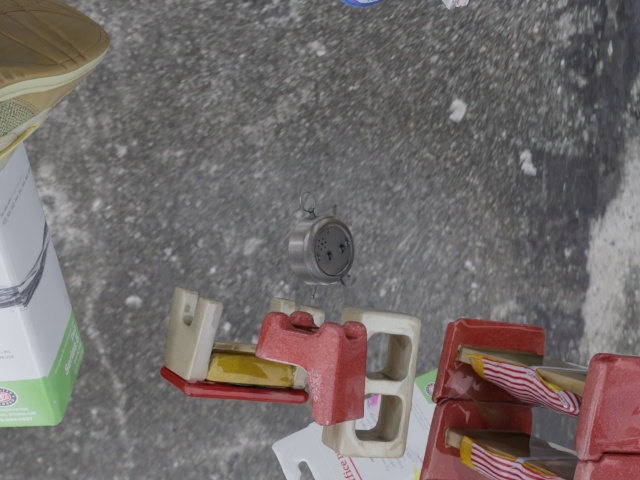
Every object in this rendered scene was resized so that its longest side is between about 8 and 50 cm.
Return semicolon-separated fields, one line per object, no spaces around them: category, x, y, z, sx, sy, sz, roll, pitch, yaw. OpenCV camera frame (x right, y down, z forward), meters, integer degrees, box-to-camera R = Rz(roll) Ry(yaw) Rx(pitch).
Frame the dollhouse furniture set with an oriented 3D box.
dollhouse furniture set;0.081;0.140;0.784;0.374;0.201;0.152;8;91;-27

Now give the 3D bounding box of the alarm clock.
alarm clock;0.000;0.000;1.871;0.064;0.129;0.192;-6;107;48

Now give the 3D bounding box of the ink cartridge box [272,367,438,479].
ink cartridge box;0.115;0.392;1.809;0.354;0.207;0.119;-21;134;-10

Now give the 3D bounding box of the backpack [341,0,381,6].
backpack;0.048;-0.476;1.485;0.263;0.276;0.213;48;151;-9

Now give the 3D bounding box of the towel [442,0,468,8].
towel;0.175;-0.607;1.778;0.332;0.053;0.317;53;162;16

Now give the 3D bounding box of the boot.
boot;-0.252;-0.046;0.691;0.095;0.262;0.203;30;128;5

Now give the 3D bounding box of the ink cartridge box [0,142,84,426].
ink cartridge box;-0.352;0.039;0.940;0.198;0.114;0.272;-2;124;5
